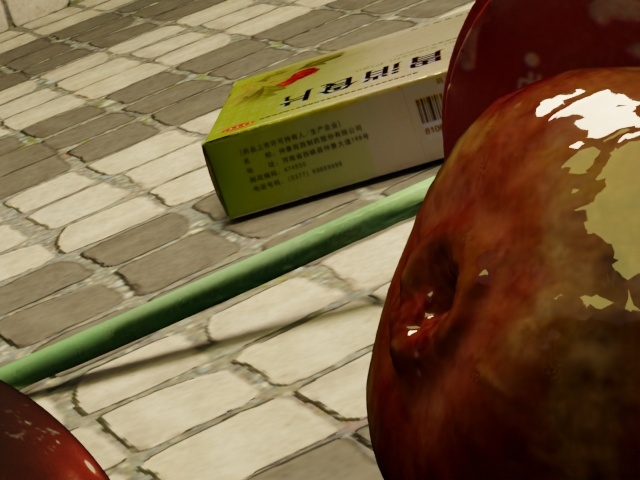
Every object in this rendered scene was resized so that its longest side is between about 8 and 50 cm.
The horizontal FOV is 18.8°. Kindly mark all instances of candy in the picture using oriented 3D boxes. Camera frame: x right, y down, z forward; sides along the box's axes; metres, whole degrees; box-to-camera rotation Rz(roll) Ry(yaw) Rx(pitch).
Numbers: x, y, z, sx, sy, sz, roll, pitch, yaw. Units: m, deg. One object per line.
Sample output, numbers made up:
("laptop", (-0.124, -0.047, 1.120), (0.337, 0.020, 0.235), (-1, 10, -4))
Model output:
("candy", (0.000, 0.000, 1.058), (0.440, 0.119, 0.119), (-23, 16, 10))

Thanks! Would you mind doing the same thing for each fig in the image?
("fig", (0.114, 0.041, 0.658), (0.205, 0.205, 0.205), (-17, 17, 5))

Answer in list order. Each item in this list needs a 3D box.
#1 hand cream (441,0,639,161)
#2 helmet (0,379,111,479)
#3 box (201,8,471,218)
("hand cream", (0.175, -0.054, 0.788), (0.230, 0.230, 0.149), (-8, 23, 34))
("helmet", (-0.152, 0.135, 0.648), (0.216, 0.193, 0.189), (41, 51, 21))
("box", (0.058, -0.101, 1.344), (0.260, 0.062, 0.175), (-15, 17, 10))
